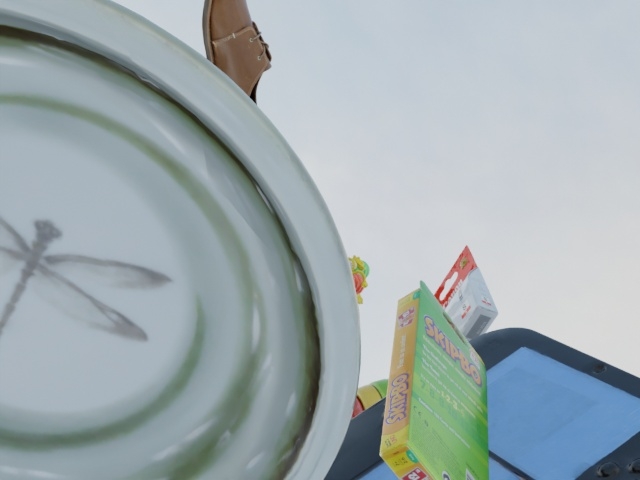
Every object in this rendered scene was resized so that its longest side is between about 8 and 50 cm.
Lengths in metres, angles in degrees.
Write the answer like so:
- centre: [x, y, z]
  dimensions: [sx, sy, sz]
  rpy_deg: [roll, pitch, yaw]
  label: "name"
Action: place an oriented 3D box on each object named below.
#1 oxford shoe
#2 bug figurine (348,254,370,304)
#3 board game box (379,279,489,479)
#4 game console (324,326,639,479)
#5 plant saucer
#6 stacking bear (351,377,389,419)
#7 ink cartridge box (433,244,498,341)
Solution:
- centre: [-0.087, -0.220, 1.131]
  dimensions: [0.076, 0.076, 0.212]
  rpy_deg: [12, -54, 11]
  label: "oxford shoe"
- centre: [0.000, 0.000, 1.674]
  dimensions: [0.072, 0.216, 0.279]
  rpy_deg: [-42, -105, 10]
  label: "bug figurine"
- centre: [0.108, 0.146, 0.937]
  dimensions: [0.039, 0.259, 0.124]
  rpy_deg: [-29, -70, 24]
  label: "board game box"
- centre: [0.179, 0.226, 1.083]
  dimensions: [0.342, 0.386, 0.060]
  rpy_deg: [-26, -69, -19]
  label: "game console"
- centre: [-0.174, 0.031, 0.592]
  dimensions: [0.400, 0.100, 0.401]
  rpy_deg: [3, -62, 6]
  label: "plant saucer"
- centre: [0.097, 0.344, 1.954]
  dimensions: [0.289, 0.175, 0.164]
  rpy_deg: [-7, -43, -18]
  label: "stacking bear"
- centre: [0.195, 0.104, 1.572]
  dimensions: [0.045, 0.179, 0.145]
  rpy_deg: [17, -61, -22]
  label: "ink cartridge box"
